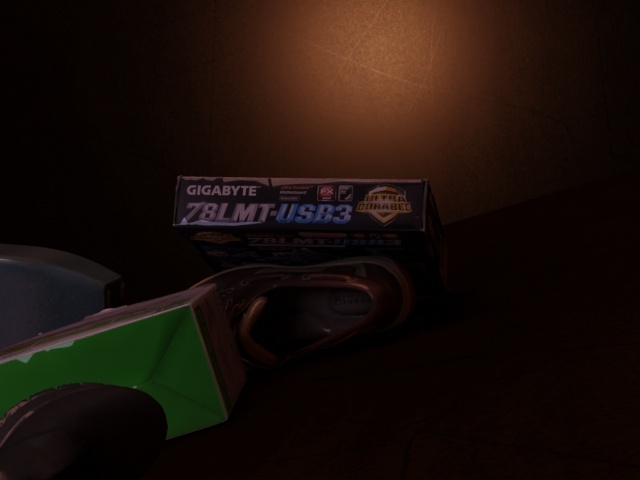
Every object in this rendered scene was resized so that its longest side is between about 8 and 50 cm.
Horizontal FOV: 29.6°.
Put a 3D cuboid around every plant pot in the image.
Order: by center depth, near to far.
[{"bbox_3d":[-0.397,0.126,1.636,0.252,0.248,0.247,-1,3,2],"label":"plant pot"}]

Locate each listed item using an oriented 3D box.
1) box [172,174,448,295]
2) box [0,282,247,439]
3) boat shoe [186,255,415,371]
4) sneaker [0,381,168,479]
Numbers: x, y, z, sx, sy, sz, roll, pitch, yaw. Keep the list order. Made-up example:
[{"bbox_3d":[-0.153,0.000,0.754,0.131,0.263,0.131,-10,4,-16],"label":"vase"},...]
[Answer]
[{"bbox_3d":[0.000,0.000,1.482,0.295,0.073,0.293,0,-18,11],"label":"box"},{"bbox_3d":[-0.225,0.143,1.249,0.262,0.127,0.231,-18,2,1],"label":"box"},{"bbox_3d":[-0.064,0.092,1.412,0.342,0.123,0.123,-9,5,26],"label":"boat shoe"},{"bbox_3d":[-0.202,0.183,0.802,0.130,0.109,0.286,-1,21,45],"label":"sneaker"}]
